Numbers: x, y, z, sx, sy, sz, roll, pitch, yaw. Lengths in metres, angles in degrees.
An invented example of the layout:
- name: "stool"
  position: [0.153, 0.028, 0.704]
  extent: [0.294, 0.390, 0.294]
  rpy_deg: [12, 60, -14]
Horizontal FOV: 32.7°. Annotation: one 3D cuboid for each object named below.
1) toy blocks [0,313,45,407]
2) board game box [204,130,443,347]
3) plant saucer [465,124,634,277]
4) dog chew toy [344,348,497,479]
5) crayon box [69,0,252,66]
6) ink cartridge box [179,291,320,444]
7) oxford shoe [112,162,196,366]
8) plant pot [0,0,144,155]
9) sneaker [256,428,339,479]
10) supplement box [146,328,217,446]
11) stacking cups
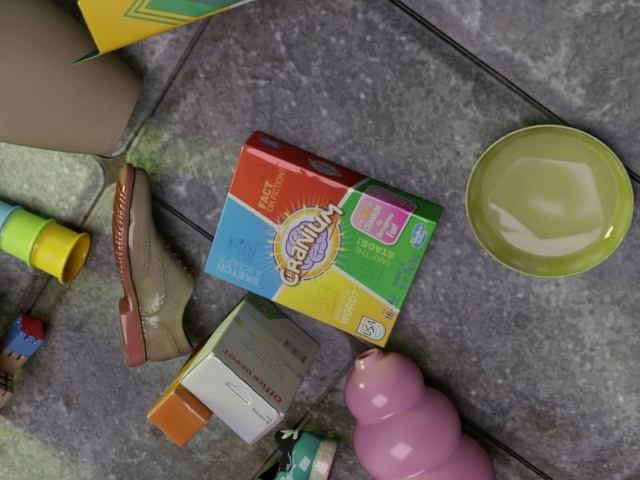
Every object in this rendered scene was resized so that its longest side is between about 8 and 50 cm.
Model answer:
- name: "toy blocks"
  position: [-0.657, 0.188, 1.872]
  extent: [0.381, 0.191, 0.261]
  rpy_deg: [29, 117, -34]
- name: "board game box"
  position: [0.000, 0.000, 1.707]
  extent: [0.316, 0.064, 0.242]
  rpy_deg: [22, 118, 5]
- name: "plant saucer"
  position: [0.335, -0.060, 1.603]
  extent: [0.241, 0.037, 0.241]
  rpy_deg: [6, 115, 12]
- name: "dog chew toy"
  position: [0.146, 0.327, 1.749]
  extent: [0.206, 0.206, 0.332]
  rpy_deg: [-24, 98, 24]
- name: "crayon box"
  position: [-0.190, -0.350, 1.520]
  extent: [0.323, 0.203, 0.083]
  rpy_deg: [-15, 109, 21]
- name: "ink cartridge box"
  position: [-0.108, 0.197, 1.744]
  extent: [0.154, 0.212, 0.093]
  rpy_deg: [42, 118, -6]
- name: "oxford shoe"
  position: [-0.271, 0.036, 1.792]
  extent: [0.130, 0.123, 0.348]
  rpy_deg: [-5, 114, -11]
- name: "plant pot"
  position: [-0.415, -0.238, 1.631]
  extent: [0.274, 0.256, 0.256]
  rpy_deg: [24, 119, -14]
- name: "sneaker"
  position: [-0.060, 0.460, 1.918]
  extent: [0.121, 0.108, 0.302]
  rpy_deg: [19, 109, 7]
- name: "supplement box"
  position: [-0.193, 0.231, 1.771]
  extent: [0.078, 0.233, 0.080]
  rpy_deg: [42, 114, -6]
- name: "stacking cups"
  position: [-0.545, -0.036, 1.839]
  extent: [0.316, 0.096, 0.096]
  rpy_deg: [26, 118, 9]
